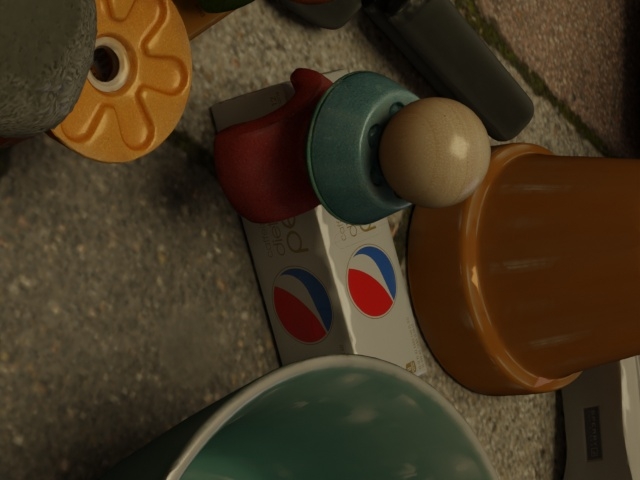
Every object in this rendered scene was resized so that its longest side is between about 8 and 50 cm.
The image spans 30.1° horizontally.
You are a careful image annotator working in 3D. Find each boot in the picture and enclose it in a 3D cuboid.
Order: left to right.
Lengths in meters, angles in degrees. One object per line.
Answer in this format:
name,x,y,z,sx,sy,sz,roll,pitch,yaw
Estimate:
boot,0.274,0.199,1.028,0.123,0.095,0.258,15,72,-37

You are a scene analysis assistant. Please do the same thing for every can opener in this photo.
can opener,0.055,-0.165,0.903,0.280,0.074,0.093,37,93,-33

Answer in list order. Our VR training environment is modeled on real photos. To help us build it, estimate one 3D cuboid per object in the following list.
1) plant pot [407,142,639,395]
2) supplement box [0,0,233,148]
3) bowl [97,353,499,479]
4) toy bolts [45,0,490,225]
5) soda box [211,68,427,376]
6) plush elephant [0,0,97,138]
plant pot,0.204,0.015,0.924,0.205,0.188,0.205,10,76,-44
supplement box,-0.112,-0.145,0.713,0.233,0.078,0.080,-41,109,-42
bowl,-0.037,0.222,0.664,0.311,0.163,0.311,9,77,-43
toy bolts,-0.014,-0.089,0.623,0.218,0.158,0.228,-49,126,-29
soda box,0.000,0.000,0.802,0.069,0.074,0.216,-22,99,-45
plush elephant,-0.294,-0.026,0.408,0.330,0.255,0.272,24,76,-49
